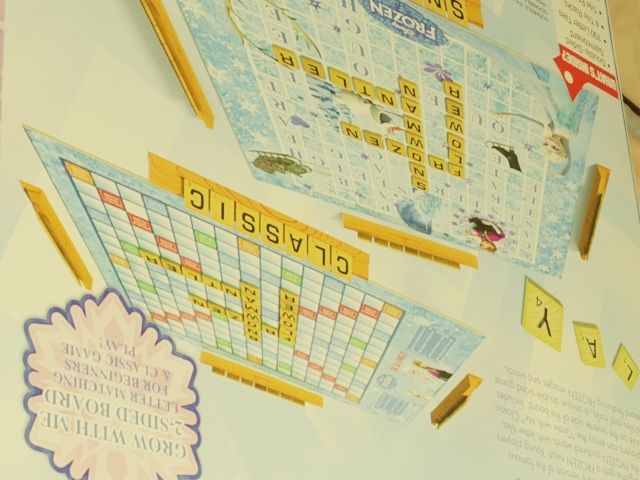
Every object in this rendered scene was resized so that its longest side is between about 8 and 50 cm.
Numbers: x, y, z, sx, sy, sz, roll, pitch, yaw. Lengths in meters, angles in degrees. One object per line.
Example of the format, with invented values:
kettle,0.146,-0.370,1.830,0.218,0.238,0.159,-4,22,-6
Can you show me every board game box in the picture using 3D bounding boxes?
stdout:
board game box,0.000,0.000,0.565,0.319,0.066,0.318,22,54,-40
